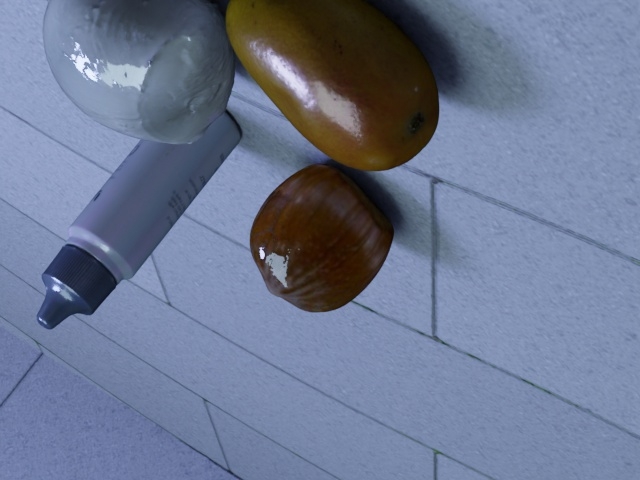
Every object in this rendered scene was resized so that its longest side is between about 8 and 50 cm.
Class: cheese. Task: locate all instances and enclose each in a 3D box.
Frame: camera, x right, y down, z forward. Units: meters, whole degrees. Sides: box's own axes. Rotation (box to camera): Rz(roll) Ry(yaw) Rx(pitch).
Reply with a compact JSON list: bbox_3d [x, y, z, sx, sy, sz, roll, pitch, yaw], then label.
[{"bbox_3d":[-0.186,-0.190,1.550,0.189,0.154,0.198,37,160,13],"label":"cheese"}]

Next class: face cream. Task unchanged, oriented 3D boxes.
[{"bbox_3d":[-0.210,-0.026,1.710,0.092,0.311,0.092,30,158,14],"label":"face cream"}]

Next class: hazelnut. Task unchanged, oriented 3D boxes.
[{"bbox_3d":[0.000,0.000,1.675,0.150,0.150,0.150,31,159,14],"label":"hazelnut"}]

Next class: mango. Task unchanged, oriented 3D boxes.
[{"bbox_3d":[0.009,-0.155,1.364,0.221,0.120,0.151,43,161,2],"label":"mango"}]
